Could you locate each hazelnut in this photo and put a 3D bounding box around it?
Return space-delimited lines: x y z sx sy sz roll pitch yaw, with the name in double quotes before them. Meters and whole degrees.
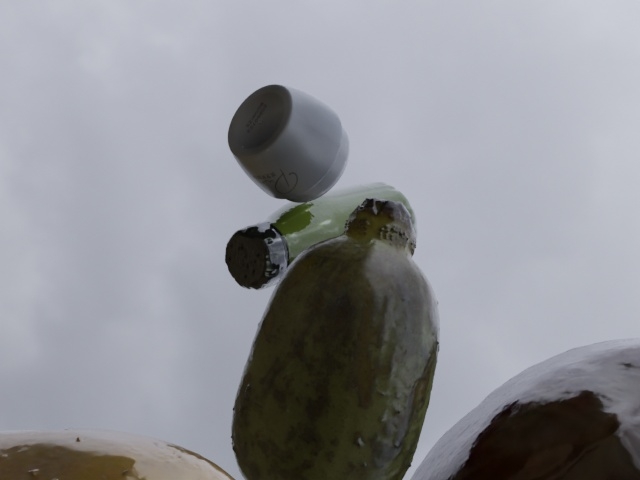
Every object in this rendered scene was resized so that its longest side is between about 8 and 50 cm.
"hazelnut" 0.288 0.312 1.291 0.402 0.429 0.402 53 -23 33

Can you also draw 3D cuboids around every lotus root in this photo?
"lotus root" 0.017 0.111 1.133 0.173 0.173 0.309 23 -76 46

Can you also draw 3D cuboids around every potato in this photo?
"potato" -0.109 0.133 0.530 0.178 0.118 0.109 3 -68 18

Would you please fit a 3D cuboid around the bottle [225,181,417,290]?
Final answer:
"bottle" 0.000 0.000 1.438 0.112 0.260 0.112 10 -74 38

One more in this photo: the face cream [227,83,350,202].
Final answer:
"face cream" -0.034 -0.104 1.344 0.117 0.104 0.117 -21 -127 32
